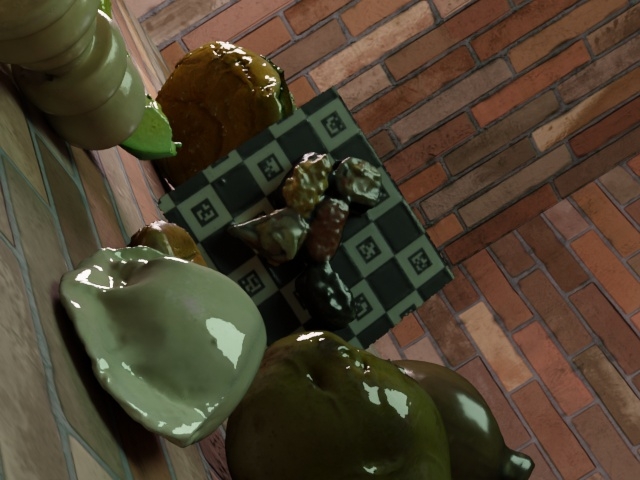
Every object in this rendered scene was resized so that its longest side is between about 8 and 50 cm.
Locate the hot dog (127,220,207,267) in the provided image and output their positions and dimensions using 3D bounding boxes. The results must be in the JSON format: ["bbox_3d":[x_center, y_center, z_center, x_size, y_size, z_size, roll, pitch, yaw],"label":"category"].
[{"bbox_3d":[-0.170,0.023,1.633,0.087,0.061,0.286,62,1,6],"label":"hot dog"}]

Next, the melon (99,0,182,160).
[{"bbox_3d":[-0.291,-0.231,1.778,0.196,0.124,0.323,-47,113,-81],"label":"melon"}]

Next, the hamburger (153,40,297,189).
[{"bbox_3d":[-0.148,-0.165,2.257,0.134,0.265,0.285,16,21,-50],"label":"hamburger"}]

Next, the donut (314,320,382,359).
[{"bbox_3d":[-0.016,0.139,2.330,0.382,0.142,0.382,58,3,-5],"label":"donut"}]

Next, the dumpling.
[{"bbox_3d":[-0.138,0.079,1.201,0.179,0.131,0.252,38,27,-7],"label":"dumpling"}]

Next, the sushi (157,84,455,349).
[{"bbox_3d":[0.000,0.000,2.115,0.359,0.343,0.064,58,-24,-8],"label":"sushi"}]

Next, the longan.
[{"bbox_3d":[0.136,0.294,1.962,0.300,0.300,0.243,55,47,-48],"label":"longan"}]

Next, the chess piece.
[{"bbox_3d":[-0.271,-0.205,1.538,0.167,0.167,0.299,59,-1,32],"label":"chess piece"}]

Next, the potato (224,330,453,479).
[{"bbox_3d":[0.043,0.249,1.440,0.218,0.203,0.351,-61,127,-74],"label":"potato"}]
